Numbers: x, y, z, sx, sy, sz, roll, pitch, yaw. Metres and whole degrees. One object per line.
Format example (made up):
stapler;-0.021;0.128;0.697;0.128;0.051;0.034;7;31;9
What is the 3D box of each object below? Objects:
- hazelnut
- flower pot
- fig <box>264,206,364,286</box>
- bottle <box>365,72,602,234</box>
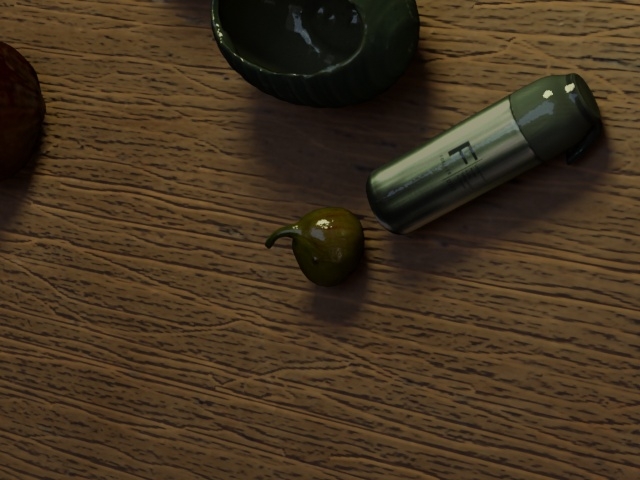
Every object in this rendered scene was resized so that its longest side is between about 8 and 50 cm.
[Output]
hazelnut;-0.432;-0.171;1.941;0.178;0.178;0.204;-34;34;20
flower pot;-0.006;-0.241;1.692;0.243;0.157;0.189;22;110;25
fig;0.000;0.000;1.682;0.084;0.098;0.082;-39;38;40
bottle;0.171;-0.085;1.613;0.254;0.079;0.096;-29;104;23
